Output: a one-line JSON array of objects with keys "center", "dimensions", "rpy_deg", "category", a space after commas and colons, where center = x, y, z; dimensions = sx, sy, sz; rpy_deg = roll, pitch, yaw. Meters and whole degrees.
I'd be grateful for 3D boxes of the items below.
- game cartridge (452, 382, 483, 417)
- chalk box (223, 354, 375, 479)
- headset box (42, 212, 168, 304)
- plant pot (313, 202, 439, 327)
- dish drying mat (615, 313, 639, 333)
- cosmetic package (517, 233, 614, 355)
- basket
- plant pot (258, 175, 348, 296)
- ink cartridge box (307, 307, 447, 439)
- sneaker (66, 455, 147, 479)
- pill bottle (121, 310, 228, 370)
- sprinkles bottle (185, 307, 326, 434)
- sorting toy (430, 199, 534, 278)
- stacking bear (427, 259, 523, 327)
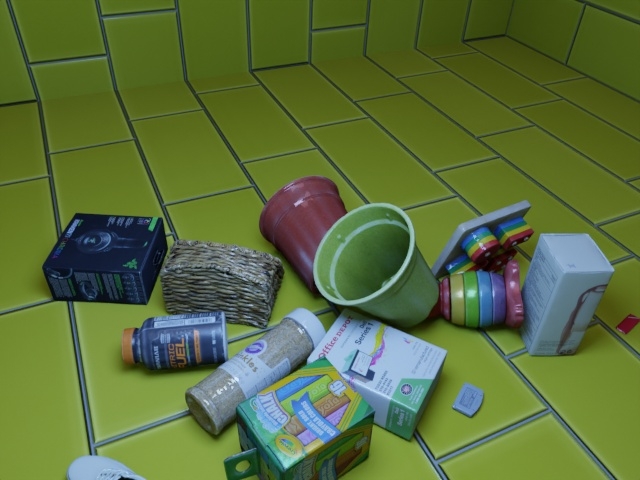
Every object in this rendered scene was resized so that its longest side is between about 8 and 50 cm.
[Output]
[{"center": [0.355, 0.382, 1.303], "dimensions": [0.056, 0.017, 0.083], "rpy_deg": [21, 43, 26], "category": "game cartridge"}, {"center": [-0.057, 0.410, 1.118], "dimensions": [0.289, 0.180, 0.179], "rpy_deg": [-25, 46, -28], "category": "chalk box"}, {"center": [-0.592, 0.050, 1.562], "dimensions": [0.283, 0.131, 0.246], "rpy_deg": [4, 40, 0], "category": "headset box"}, {"center": [0.164, 0.089, 1.369], "dimensions": [0.276, 0.254, 0.276], "rpy_deg": [-22, 47, 26], "category": "plant pot"}, {"center": [0.859, 0.232, 1.522], "dimensions": [0.083, 0.008, 0.032], "rpy_deg": [-26, 48, -31], "category": "dish drying mat"}, {"center": [0.606, 0.141, 1.389], "dimensions": [0.129, 0.296, 0.153], "rpy_deg": [-1, 40, -3], "category": "cosmetic package"}, {"center": [-0.260, 0.074, 1.486], "dimensions": [0.299, 0.213, 0.223], "rpy_deg": [8, 40, 6], "category": "basket"}, {"center": [0.000, 0.000, 1.575], "dimensions": [0.272, 0.272, 0.265], "rpy_deg": [-18, 51, -23], "category": "plant pot"}, {"center": [0.130, 0.308, 1.299], "dimensions": [0.278, 0.117, 0.201], "rpy_deg": [21, 43, 21], "category": "ink cartridge box"}, {"center": [-0.393, 0.483, 1.073], "dimensions": [0.258, 0.091, 0.094], "rpy_deg": [18, 41, 17], "category": "sneaker"}, {"center": [-0.354, 0.248, 1.335], "dimensions": [0.245, 0.130, 0.130], "rpy_deg": [-5, 40, -8], "category": "pill bottle"}, {"center": [-0.143, 0.300, 1.291], "dimensions": [0.121, 0.121, 0.355], "rpy_deg": [31, 48, 30], "category": "sprinkles bottle"}, {"center": [0.472, 0.028, 1.569], "dimensions": [0.255, 0.257, 0.089], "rpy_deg": [-19, 61, -24], "category": "sorting toy"}, {"center": [0.381, 0.156, 1.473], "dimensions": [0.289, 0.164, 0.175], "rpy_deg": [-1, 63, 11], "category": "stacking bear"}]
